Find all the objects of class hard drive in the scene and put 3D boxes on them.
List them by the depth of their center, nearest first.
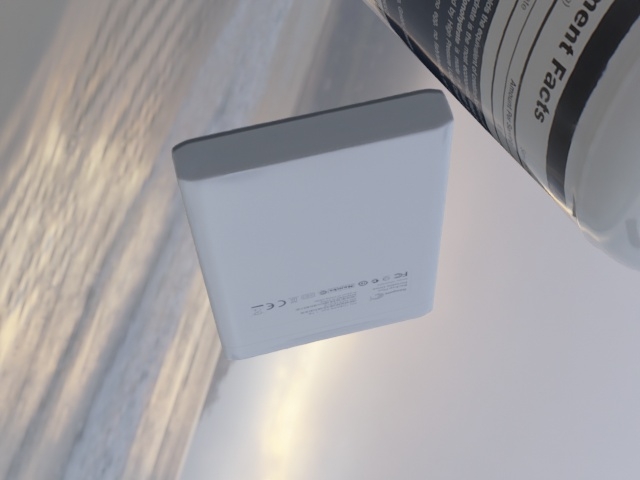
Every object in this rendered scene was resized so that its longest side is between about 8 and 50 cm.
[{"bbox_3d":[0.000,0.000,1.086,0.353,0.233,0.047,86,-10,-61],"label":"hard drive"}]

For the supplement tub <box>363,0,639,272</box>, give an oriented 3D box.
[{"bbox_3d":[0.130,-0.109,0.433,0.272,0.191,0.191,52,-39,29],"label":"supplement tub"}]
